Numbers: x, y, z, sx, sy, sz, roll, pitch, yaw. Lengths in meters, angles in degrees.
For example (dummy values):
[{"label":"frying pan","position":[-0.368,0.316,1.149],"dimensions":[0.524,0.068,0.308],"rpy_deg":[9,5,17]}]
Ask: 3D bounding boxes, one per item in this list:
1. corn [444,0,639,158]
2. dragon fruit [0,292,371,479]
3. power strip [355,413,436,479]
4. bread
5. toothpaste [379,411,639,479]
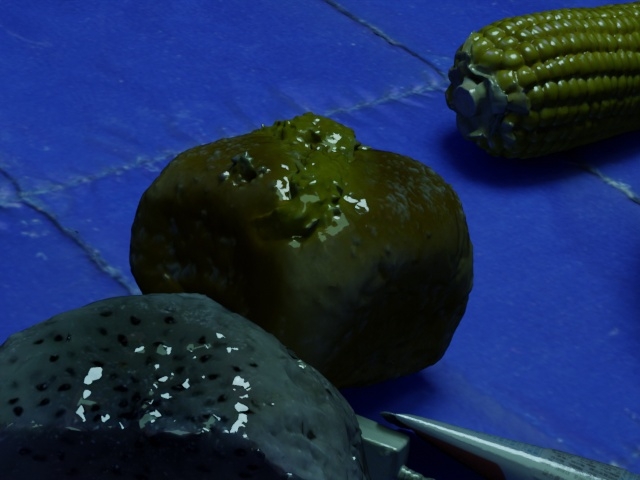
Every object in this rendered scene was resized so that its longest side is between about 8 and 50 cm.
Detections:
[{"label":"corn","position":[0.276,-0.168,1.604],"dimensions":[0.387,0.144,0.144],"rpy_deg":[-16,40,-40]},{"label":"dragon fruit","position":[-0.095,0.125,0.965],"dimensions":[0.283,0.221,0.204],"rpy_deg":[7,38,-1]},{"label":"power strip","position":[-0.006,0.135,1.127],"dimensions":[0.191,0.047,0.030],"rpy_deg":[21,27,17]},{"label":"bread","position":[0.000,0.000,1.182],"dimensions":[0.196,0.176,0.246],"rpy_deg":[32,17,28]},{"label":"toothpaste","position":[0.154,0.164,1.112],"dimensions":[0.234,0.057,0.089],"rpy_deg":[22,-8,16]}]
